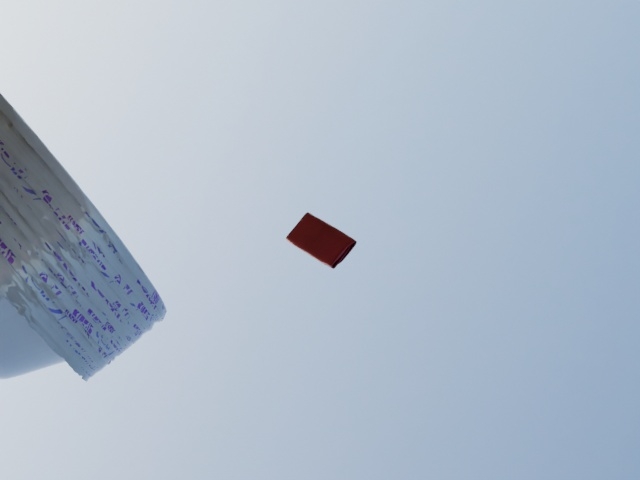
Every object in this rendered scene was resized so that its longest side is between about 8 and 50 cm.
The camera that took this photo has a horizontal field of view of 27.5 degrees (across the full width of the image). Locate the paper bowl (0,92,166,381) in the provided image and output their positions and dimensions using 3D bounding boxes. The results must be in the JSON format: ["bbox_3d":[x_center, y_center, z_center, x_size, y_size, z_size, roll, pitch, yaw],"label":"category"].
[{"bbox_3d":[-0.261,-0.006,1.019,0.148,0.284,0.284,-41,-144,-11],"label":"paper bowl"}]

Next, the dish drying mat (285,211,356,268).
[{"bbox_3d":[0.000,0.000,1.106,0.032,0.008,0.083,-51,-147,-5],"label":"dish drying mat"}]
